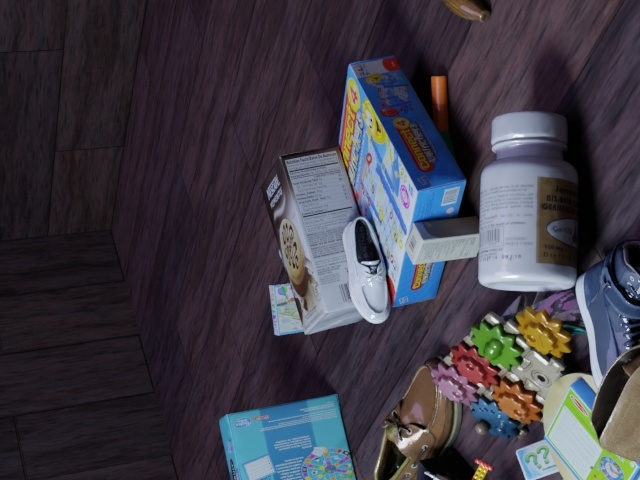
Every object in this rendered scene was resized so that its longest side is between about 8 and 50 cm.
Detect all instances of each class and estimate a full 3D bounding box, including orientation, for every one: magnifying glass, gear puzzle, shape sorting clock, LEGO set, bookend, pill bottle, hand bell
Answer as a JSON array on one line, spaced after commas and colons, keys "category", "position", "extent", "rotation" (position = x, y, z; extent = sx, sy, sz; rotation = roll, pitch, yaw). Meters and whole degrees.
[{"category": "magnifying glass", "position": [0.201, -0.155, 1.818], "extent": [0.092, 0.026, 0.231], "rotation": [-162, 65, -66]}, {"category": "gear puzzle", "position": [0.272, 0.195, 1.592], "extent": [0.175, 0.044, 0.339], "rotation": [40, 148, 7]}, {"category": "shape sorting clock", "position": [0.376, 0.275, 1.484], "extent": [0.206, 0.040, 0.206], "rotation": [43, 143, 45]}, {"category": "LEGO set", "position": [0.260, 0.392, 1.567], "extent": [0.060, 0.244, 0.182], "rotation": [46, -155, -62]}, {"category": "bookend", "position": [0.189, 0.433, 1.842], "extent": [0.156, 0.157, 0.072], "rotation": [-132, 41, -54]}, {"category": "pill bottle", "position": [0.281, -0.051, 1.487], "extent": [0.131, 0.131, 0.229], "rotation": [160, 114, -67]}, {"category": "hand bell", "position": [0.179, -0.397, 1.726], "extent": [0.242, 0.126, 0.126], "rotation": [41, 135, 41]}]

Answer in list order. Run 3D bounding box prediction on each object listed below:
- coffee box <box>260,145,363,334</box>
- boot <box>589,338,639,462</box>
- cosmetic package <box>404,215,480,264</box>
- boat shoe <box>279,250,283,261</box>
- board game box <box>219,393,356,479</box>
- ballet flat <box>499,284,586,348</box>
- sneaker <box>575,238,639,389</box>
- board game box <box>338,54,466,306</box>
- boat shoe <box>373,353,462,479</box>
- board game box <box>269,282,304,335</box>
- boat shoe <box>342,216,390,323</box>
[{"category": "coffee box", "position": [0.000, 0.000, 1.997], "extent": [0.168, 0.119, 0.297], "rotation": [127, 128, -66]}, {"category": "boot", "position": [0.406, 0.130, 1.230], "extent": [0.112, 0.115, 0.305], "rotation": [-96, 24, -61]}, {"category": "cosmetic package", "position": [0.197, -0.001, 1.746], "extent": [0.060, 0.115, 0.041], "rotation": [108, 148, -44]}, {"category": "boat shoe", "position": [0.007, 0.034, 2.210], "extent": [0.335, 0.121, 0.119], "rotation": [157, 109, -65]}, {"category": "board game box", "position": [-0.054, 0.515, 2.332], "extent": [0.079, 0.254, 0.336], "rotation": [134, 126, -64]}, {"category": "ballet flat", "position": [0.309, 0.111, 1.581], "extent": [0.221, 0.077, 0.079], "rotation": [-33, 46, 59]}, {"category": "sneaker", "position": [0.393, 0.108, 1.341], "extent": [0.163, 0.086, 0.226], "rotation": [120, 139, -60]}, {"category": "board game box", "position": [0.124, -0.098, 1.877], "extent": [0.308, 0.086, 0.302], "rotation": [97, 155, -50]}, {"category": "boat shoe", "position": [0.166, 0.336, 1.936], "extent": [0.110, 0.104, 0.307], "rotation": [-125, 35, -49]}, {"category": "board game box", "position": [-0.025, 0.134, 2.276], "extent": [0.026, 0.154, 0.103], "rotation": [178, 86, -68]}, {"category": "boat shoe", "position": [0.083, 0.047, 1.875], "extent": [0.063, 0.066, 0.184], "rotation": [119, 146, -69]}]
